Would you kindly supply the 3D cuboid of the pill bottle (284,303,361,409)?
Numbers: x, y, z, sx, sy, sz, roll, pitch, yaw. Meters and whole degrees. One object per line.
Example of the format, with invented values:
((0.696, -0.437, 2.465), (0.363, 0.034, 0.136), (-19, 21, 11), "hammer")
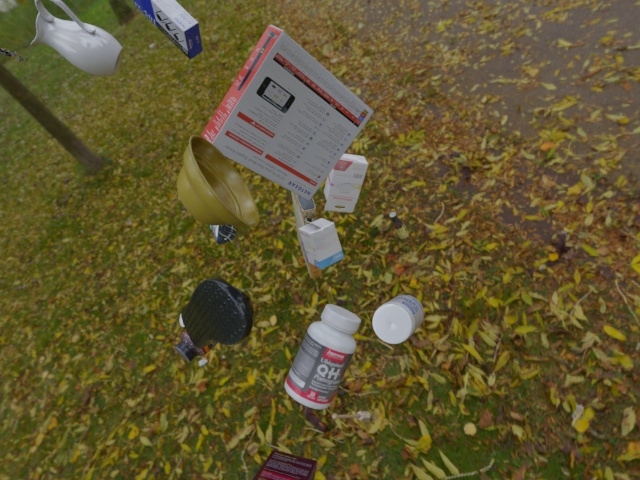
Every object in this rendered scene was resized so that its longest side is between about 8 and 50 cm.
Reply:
((0.015, 0.386, 1.383), (0.176, 0.176, 0.318), (27, 96, 42), "pill bottle")

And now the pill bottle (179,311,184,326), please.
((-0.462, 0.297, 1.535), (0.067, 0.120, 0.067), (-15, 68, 41), "pill bottle")

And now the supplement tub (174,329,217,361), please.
((-0.374, 0.301, 1.326), (0.106, 0.106, 0.198), (17, 48, 38), "supplement tub")

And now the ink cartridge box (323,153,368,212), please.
((0.081, -0.198, 1.419), (0.116, 0.198, 0.067), (6, 34, -15), "ink cartridge box")

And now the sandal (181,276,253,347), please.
((-0.263, 0.184, 1.068), (0.107, 0.167, 0.446), (-22, -3, -34), "sandal")

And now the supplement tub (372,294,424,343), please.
((0.140, 0.137, 0.721), (0.071, 0.107, 0.070), (1, 91, 24), "supplement tub")

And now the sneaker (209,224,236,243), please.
((-0.488, -0.066, 2.007), (0.122, 0.110, 0.283), (-30, 34, 20), "sneaker")

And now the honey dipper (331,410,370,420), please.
((0.092, 0.527, 1.221), (0.031, 0.161, 0.030), (-19, 60, 38), "honey dipper")

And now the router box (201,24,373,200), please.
((-0.073, -0.296, 1.023), (0.301, 0.336, 0.082), (-52, 44, 13), "router box")

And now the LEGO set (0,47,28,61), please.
((-0.802, -0.478, 1.047), (0.083, 0.054, 0.023), (35, 113, 11), "LEGO set")

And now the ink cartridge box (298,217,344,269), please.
((0.000, 0.000, 1.277), (0.090, 0.143, 0.092), (-25, 23, -20), "ink cartridge box")

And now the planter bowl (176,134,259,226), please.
((-0.225, -0.098, 0.831), (0.090, 0.217, 0.217), (-32, 44, 10), "planter bowl")

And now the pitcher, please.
((-0.651, -0.548, 1.097), (0.178, 0.207, 0.125), (-32, 44, 53), "pitcher")

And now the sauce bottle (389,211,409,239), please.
((0.287, -0.053, 1.487), (0.042, 0.128, 0.042), (-19, 44, 20), "sauce bottle")

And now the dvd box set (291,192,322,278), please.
((-0.069, -0.075, 1.871), (0.062, 0.420, 0.307), (-13, 44, -8), "dvd box set")

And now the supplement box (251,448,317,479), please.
((-0.099, 0.611, 0.991), (0.130, 0.239, 0.073), (9, 91, 14), "supplement box")

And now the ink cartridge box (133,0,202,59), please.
((-0.377, -0.549, 0.984), (0.207, 0.097, 0.046), (45, 73, 4), "ink cartridge box")
